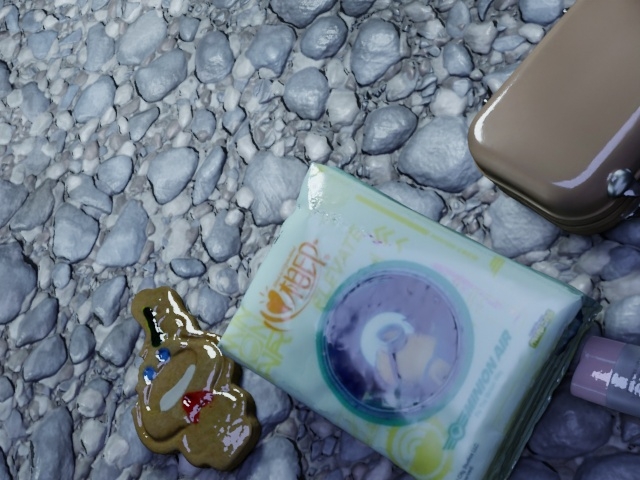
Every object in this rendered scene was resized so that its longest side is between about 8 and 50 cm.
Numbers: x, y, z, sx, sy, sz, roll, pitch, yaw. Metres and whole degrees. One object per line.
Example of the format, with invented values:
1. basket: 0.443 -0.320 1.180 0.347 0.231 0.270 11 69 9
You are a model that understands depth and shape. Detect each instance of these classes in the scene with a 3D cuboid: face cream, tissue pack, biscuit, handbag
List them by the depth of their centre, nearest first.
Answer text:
1. face cream: 0.396 0.173 1.236 0.198 0.057 0.084 16 70 33
2. handbag: 0.367 -0.145 1.322 0.302 0.149 0.283 -49 55 1
3. tissue pack: 0.104 0.110 1.326 0.388 0.162 0.287 29 91 25
4. biscuit: -0.202 0.198 1.542 0.183 0.047 0.320 -28 59 12
